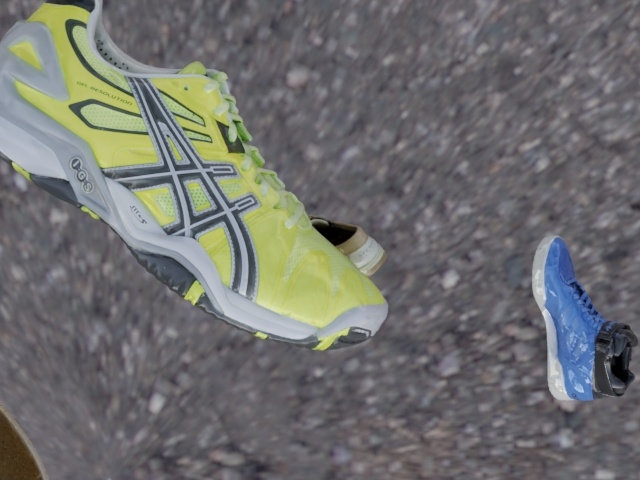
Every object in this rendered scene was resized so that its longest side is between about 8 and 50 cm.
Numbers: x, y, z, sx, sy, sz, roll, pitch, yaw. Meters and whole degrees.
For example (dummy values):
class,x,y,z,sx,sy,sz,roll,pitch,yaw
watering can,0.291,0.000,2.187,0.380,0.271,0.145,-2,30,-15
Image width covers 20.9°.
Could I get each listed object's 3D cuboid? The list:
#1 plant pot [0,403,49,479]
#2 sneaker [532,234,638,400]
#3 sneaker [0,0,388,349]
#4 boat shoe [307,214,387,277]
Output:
class,x,y,z,sx,sy,sz,roll,pitch,yaw
plant pot,-0.343,0.233,1.186,0.237,0.237,0.254,43,122,0
sneaker,0.241,0.068,1.546,0.085,0.058,0.152,-3,96,36
sneaker,-0.098,-0.052,1.379,0.385,0.145,0.147,35,101,-6
boat shoe,0.000,0.000,1.514,0.050,0.135,0.045,-52,125,-28
